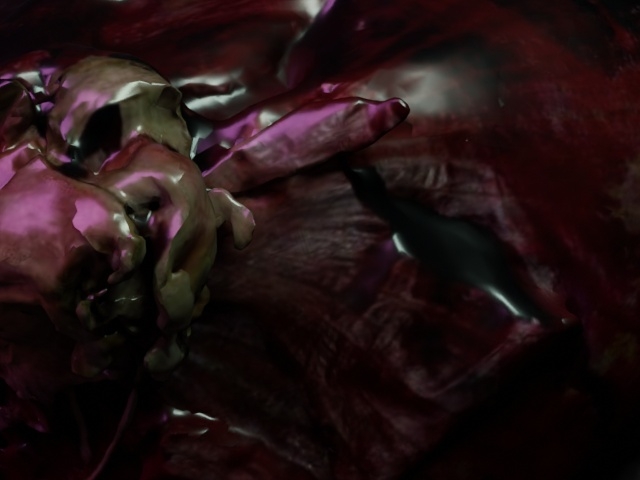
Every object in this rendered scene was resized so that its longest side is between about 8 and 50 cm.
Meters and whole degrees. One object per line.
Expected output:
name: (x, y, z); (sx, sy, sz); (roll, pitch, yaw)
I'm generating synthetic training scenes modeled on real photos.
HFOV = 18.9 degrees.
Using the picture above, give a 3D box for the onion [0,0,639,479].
onion: (0.007, 0.006, 0.597); (0.281, 0.281, 0.221); (-28, 67, 25)
